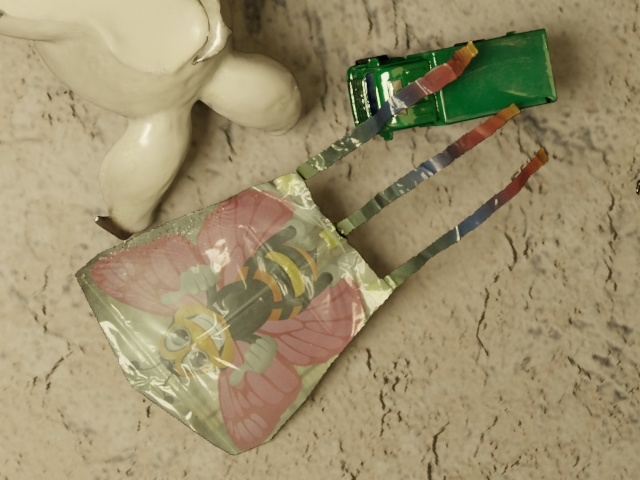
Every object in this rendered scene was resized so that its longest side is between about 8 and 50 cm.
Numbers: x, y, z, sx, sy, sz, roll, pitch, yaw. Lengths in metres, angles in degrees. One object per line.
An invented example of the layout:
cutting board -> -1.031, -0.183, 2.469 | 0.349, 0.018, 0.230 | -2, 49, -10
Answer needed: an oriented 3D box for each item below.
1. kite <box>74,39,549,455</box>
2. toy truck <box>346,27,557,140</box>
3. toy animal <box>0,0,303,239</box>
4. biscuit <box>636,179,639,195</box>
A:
kite -> 0.001, 0.001, 1.115 | 0.360, 0.022, 0.204 | -39, 111, 1
toy truck -> 0.099, -0.121, 1.161 | 0.147, 0.079, 0.065 | -13, 97, -17
toy animal -> -0.157, -0.160, 1.026 | 0.208, 0.154, 0.325 | -34, 112, -5
biscuit -> 0.312, -0.177, 1.265 | 0.048, 0.026, 0.292 | 11, 89, -24
